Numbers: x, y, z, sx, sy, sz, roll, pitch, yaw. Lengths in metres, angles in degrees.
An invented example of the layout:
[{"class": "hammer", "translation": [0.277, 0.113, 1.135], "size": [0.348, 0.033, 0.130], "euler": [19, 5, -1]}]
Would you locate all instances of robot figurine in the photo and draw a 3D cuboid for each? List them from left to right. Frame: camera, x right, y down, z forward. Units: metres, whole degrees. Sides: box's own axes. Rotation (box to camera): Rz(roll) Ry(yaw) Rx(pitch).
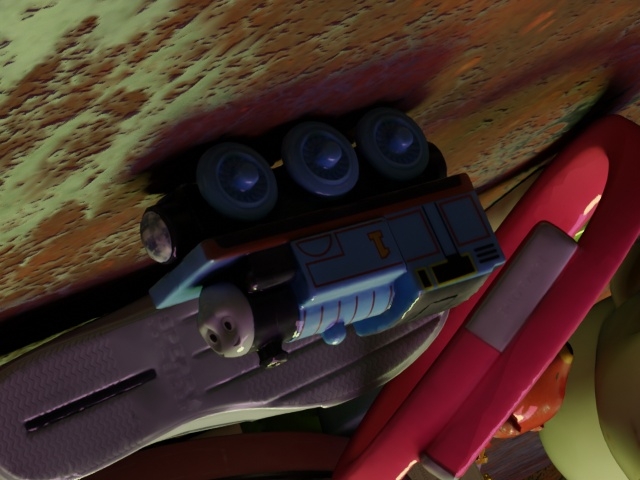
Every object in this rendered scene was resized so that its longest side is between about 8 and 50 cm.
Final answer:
[{"class": "robot figurine", "translation": [-0.019, 0.127, 1.471], "size": [0.101, 0.067, 0.115], "euler": [-31, 172, -32]}]

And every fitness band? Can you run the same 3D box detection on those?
[{"class": "fitness band", "translation": [0.109, 0.048, 1.146], "size": [0.291, 0.054, 0.209], "euler": [-53, -179, 11]}]

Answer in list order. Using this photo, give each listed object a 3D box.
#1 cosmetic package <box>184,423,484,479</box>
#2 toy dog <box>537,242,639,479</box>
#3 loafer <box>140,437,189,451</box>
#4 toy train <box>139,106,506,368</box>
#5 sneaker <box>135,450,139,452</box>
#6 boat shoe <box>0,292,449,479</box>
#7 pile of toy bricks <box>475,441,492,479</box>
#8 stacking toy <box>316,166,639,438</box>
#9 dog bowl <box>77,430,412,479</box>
[{"class": "cosmetic package", "translation": [-0.100, 0.271, 1.681], "size": [0.453, 0.161, 0.230], "euler": [-21, 166, -16]}, {"class": "toy dog", "translation": [0.329, 0.133, 1.572], "size": [0.395, 0.285, 0.408], "euler": [-56, -174, -14]}, {"class": "loafer", "translation": [-0.080, 0.190, 1.503], "size": [0.170, 0.062, 0.061], "euler": [1, 170, 26]}, {"class": "toy train", "translation": [0.000, 0.000, 0.926], "size": [0.184, 0.105, 0.080], "euler": [-15, 163, -37]}, {"class": "sneaker", "translation": [-0.175, 0.159, 1.363], "size": [0.071, 0.068, 0.170], "euler": [-13, 160, 10]}, {"class": "boat shoe", "translation": [-0.070, 0.058, 1.090], "size": [0.302, 0.109, 0.094], "euler": [-16, -170, -22]}, {"class": "pile of toy bricks", "translation": [0.142, 0.299, 2.405], "size": [0.212, 0.118, 0.105], "euler": [-9, 129, -25]}, {"class": "stacking toy", "translation": [0.145, 0.063, 1.385], "size": [0.279, 0.130, 0.309], "euler": [-33, 165, 30]}, {"class": "dog bowl", "translation": [-0.084, 0.275, 1.366], "size": [0.408, 0.150, 0.408], "euler": [-11, 151, -6]}]
